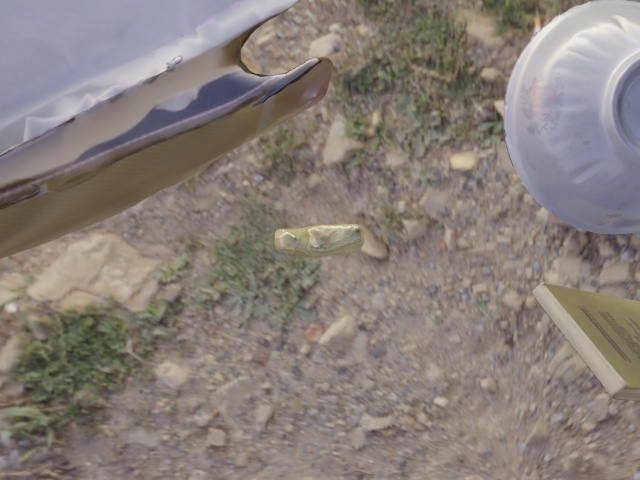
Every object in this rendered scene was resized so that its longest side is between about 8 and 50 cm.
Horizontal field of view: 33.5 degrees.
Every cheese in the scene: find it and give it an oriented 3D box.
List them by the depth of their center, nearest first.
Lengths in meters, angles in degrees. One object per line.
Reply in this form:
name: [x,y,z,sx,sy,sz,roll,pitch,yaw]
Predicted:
cheese: [0.000,0.000,0.963,0.083,0.044,0.030,-1,76,-16]

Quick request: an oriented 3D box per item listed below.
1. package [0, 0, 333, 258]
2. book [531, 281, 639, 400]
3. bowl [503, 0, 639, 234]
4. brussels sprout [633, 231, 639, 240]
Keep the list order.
package: [-0.163,-0.043,0.405,0.311,0.221,0.165,-34,80,-23]
book: [0.358,0.123,1.239,0.026,0.231,0.161,-52,51,24]
bowl: [0.243,-0.097,0.807,0.189,0.086,0.189,0,92,-10]
brussels sprout: [0.395,-0.061,1.166,0.122,0.149,0.151,-38,90,34]
